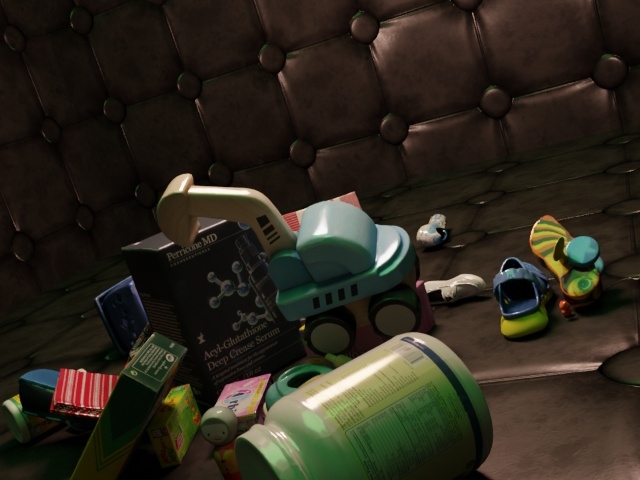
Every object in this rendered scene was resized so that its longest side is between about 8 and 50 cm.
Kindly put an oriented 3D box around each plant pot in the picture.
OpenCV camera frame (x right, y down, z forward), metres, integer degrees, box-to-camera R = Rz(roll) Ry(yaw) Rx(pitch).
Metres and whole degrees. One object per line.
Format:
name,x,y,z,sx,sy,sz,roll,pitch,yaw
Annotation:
plant pot,-0.544,0.213,2.331,0.212,0.235,0.236,-17,12,29

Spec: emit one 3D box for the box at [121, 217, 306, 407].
box,-0.248,0.146,1.820,0.294,0.395,0.212,-27,15,-33

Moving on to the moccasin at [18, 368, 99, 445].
moccasin,-0.552,0.397,1.771,0.342,0.116,0.138,14,12,23

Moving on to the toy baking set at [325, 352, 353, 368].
toy baking set,0.133,0.257,1.441,0.197,0.030,0.256,15,-1,-30

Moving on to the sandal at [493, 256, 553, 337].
sandal,0.447,0.097,1.687,0.126,0.138,0.317,-16,11,15

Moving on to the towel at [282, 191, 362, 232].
towel,0.000,0.000,2.487,0.329,0.236,0.037,-19,-5,-4

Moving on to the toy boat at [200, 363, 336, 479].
toy boat,-0.062,0.320,1.394,0.318,0.148,0.268,-24,14,-26

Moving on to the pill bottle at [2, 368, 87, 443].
pill bottle,-0.681,0.412,1.909,0.208,0.117,0.118,-27,15,-37

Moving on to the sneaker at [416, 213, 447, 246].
sneaker,0.380,-0.028,2.459,0.086,0.085,0.237,16,21,18

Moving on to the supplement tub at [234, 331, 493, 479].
supplement tub,0.063,0.300,1.108,0.325,0.235,0.235,-24,14,-26

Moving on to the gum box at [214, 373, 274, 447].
gum box,-0.160,0.355,1.570,0.107,0.062,0.188,-16,13,10

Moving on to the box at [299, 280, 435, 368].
box,0.112,0.199,1.743,0.214,0.117,0.243,-8,16,35

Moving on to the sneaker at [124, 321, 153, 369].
sneaker,-0.436,0.289,1.975,0.112,0.121,0.299,-32,-15,-33

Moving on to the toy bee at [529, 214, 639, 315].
toy bee,0.544,0.070,1.619,0.162,0.195,0.298,-44,28,-5

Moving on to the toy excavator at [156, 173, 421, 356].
toy excavator,-0.049,0.010,1.530,0.433,0.445,0.222,-19,27,18

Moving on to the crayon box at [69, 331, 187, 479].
crayon box,-0.389,0.366,1.503,0.322,0.083,0.203,-61,2,16

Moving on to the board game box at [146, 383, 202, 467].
board game box,-0.301,0.383,1.573,0.043,0.092,0.181,-15,13,10

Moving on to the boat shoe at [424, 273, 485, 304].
boat shoe,0.322,0.129,1.887,0.184,0.066,0.063,-5,32,37

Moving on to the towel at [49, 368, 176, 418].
towel,-0.459,0.351,1.711,0.275,0.031,0.199,10,13,-15
